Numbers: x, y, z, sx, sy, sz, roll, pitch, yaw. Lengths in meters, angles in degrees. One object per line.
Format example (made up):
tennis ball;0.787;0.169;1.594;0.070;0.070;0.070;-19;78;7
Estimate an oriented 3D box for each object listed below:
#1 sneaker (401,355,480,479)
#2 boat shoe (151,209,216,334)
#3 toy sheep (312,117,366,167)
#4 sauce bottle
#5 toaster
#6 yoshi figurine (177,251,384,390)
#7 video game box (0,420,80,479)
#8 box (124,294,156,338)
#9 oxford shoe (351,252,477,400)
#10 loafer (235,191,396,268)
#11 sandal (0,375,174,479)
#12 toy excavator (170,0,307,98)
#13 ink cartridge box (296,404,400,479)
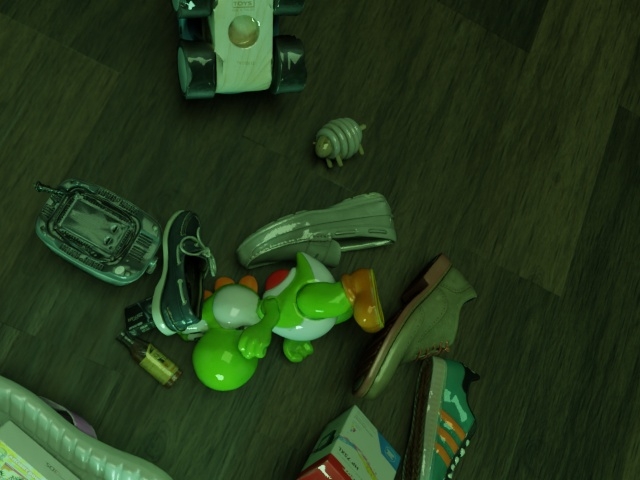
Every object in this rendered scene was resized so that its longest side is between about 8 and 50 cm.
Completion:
sneaker;0.232;0.370;1.296;0.121;0.108;0.302;15;73;-8
boat shoe;-0.226;0.042;1.195;0.079;0.095;0.254;-17;41;18
toy sheep;0.041;-0.198;1.377;0.132;0.091;0.091;-33;89;-34
sauce bottle;-0.298;0.202;1.212;0.128;0.042;0.042;42;70;-6
toaster;-0.380;-0.010;1.178;0.227;0.146;0.129;29;71;-9
yoshi figurine;-0.072;0.162;1.200;0.362;0.203;0.203;-10;118;5
video game box;-0.454;0.401;1.066;0.205;0.048;0.187;43;113;-4
box;-0.295;0.126;1.207;0.083;0.067;0.018;-24;128;-1
oxford shoe;0.185;0.172;1.285;0.130;0.123;0.348;40;59;1
loafer;0.000;0.000;1.306;0.319;0.112;0.111;-18;75;-20
sandal;-0.409;0.332;1.115;0.416;0.102;0.169;33;110;-2
toy excavator;-0.198;-0.520;1.318;0.222;0.445;0.433;-9;122;-19
ink cartridge box;0.046;0.399;1.179;0.078;0.231;0.134;-40;92;24
